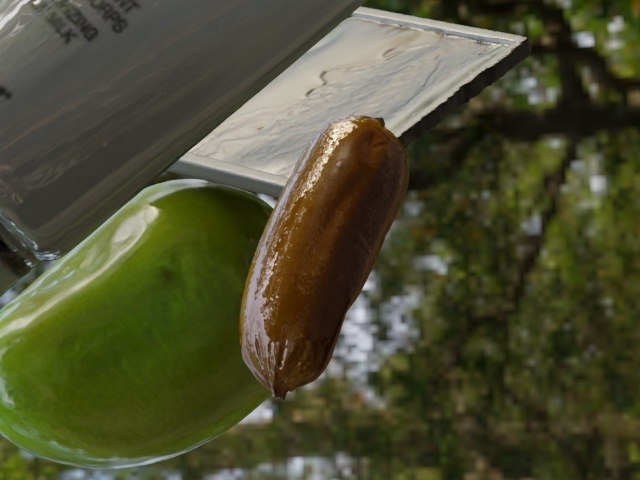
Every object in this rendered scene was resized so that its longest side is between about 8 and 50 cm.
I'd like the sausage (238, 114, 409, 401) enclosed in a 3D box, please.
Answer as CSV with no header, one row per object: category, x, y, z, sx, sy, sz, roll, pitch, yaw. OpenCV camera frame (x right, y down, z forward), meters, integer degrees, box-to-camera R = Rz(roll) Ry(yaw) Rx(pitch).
sausage,0.000,0.000,1.023,0.183,0.062,0.054,-64,-35,-32

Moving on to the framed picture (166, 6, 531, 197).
framed picture,0.012,-0.107,1.485,0.265,0.192,0.018,-38,-51,-39

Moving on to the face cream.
face cream,-0.068,-0.084,0.765,0.314,0.143,0.089,-43,-31,-5

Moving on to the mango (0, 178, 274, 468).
mango,-0.126,0.072,1.475,0.185,0.149,0.273,48,-113,-6
